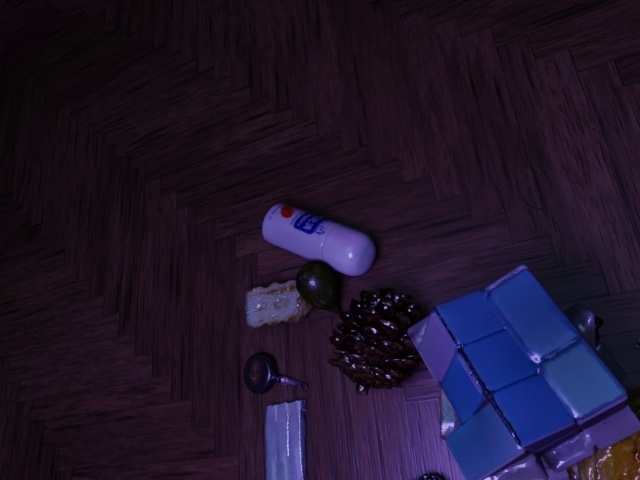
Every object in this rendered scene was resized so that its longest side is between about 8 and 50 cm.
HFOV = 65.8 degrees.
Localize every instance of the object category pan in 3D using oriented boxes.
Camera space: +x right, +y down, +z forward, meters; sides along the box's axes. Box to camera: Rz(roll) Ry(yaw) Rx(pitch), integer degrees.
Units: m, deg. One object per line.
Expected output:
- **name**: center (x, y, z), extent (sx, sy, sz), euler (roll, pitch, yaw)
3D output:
- **pan**: center (-0.132, 0.383, 1.380), extent (0.212, 0.040, 0.114), euler (9, 82, 31)

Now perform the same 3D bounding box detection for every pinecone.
- **pinecone**: center (0.139, 0.238, 1.185), extent (0.224, 0.224, 0.272), euler (14, 67, 31)

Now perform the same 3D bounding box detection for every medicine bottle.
- **medicine bottle**: center (0.000, 0.000, 1.394), extent (0.341, 0.130, 0.130), euler (22, 83, 32)

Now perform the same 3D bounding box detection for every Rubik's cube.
- **Rubik's cube**: center (0.371, 0.252, 0.960), extent (0.358, 0.368, 0.387), euler (-34, 54, 13)

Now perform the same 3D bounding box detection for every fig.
- **fig**: center (0.003, 0.142, 1.324), extent (0.117, 0.177, 0.117), euler (-22, 21, 9)

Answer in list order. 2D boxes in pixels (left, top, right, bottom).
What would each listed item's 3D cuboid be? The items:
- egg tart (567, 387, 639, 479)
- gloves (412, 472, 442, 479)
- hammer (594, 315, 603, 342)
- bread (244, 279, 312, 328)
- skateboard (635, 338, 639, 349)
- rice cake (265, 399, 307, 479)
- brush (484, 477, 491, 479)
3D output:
- **egg tart**: center (0.623, 0.434, 0.893), extent (0.351, 0.153, 0.339), euler (-50, 54, 2)
- **gloves**: center (0.236, 0.582, 1.092), extent (0.153, 0.070, 0.114), euler (-22, 55, 12)
- **hammer**: center (0.474, 0.181, 1.135), extent (0.297, 0.027, 0.125), euler (21, 78, 32)
- **bread**: center (-0.120, 0.187, 1.421), extent (0.232, 0.088, 0.128), euler (-15, 57, 30)
- **skateboard**: center (0.662, 0.189, 0.997), extent (0.032, 0.083, 0.064), euler (39, 94, 32)
- **rice cake**: center (-0.089, 0.536, 1.301), extent (0.124, 0.038, 0.211), euler (-17, 65, 22)
- **brush**: center (0.370, 0.517, 1.073), extent (0.085, 0.020, 0.336), euler (-28, 60, 17)
